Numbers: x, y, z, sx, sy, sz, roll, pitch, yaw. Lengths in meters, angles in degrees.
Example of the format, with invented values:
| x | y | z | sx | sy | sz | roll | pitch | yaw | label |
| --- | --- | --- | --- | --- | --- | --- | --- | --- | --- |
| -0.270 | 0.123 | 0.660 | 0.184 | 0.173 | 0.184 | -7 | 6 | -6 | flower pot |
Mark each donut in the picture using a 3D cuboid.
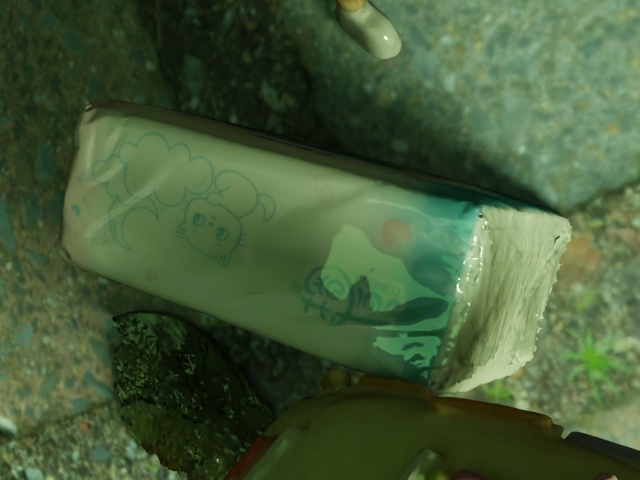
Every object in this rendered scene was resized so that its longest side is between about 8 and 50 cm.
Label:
| x | y | z | sx | sy | sz | roll | pitch | yaw | label |
| --- | --- | --- | --- | --- | --- | --- | --- | --- | --- |
| 0.087 | 0.186 | 0.530 | 0.307 | 0.371 | 0.150 | 16 | 71 | 19 | donut |

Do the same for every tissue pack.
| x | y | z | sx | sy | sz | roll | pitch | yaw | label |
| --- | --- | --- | --- | --- | --- | --- | --- | --- | --- |
| -0.001 | 0.000 | 0.631 | 0.271 | 0.201 | 0.124 | 18 | 94 | 26 | tissue pack |

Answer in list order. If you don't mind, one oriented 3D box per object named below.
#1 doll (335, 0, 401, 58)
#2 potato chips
| x | y | z | sx | sy | sz | roll | pitch | yaw | label |
| --- | --- | --- | --- | --- | --- | --- | --- | --- | --- |
| -0.010 | -0.218 | 0.624 | 0.085 | 0.217 | 0.183 | -41 | 70 | -17 | doll |
| -0.103 | 0.143 | 0.801 | 0.142 | 0.026 | 0.209 | -32 | 79 | 29 | potato chips |
